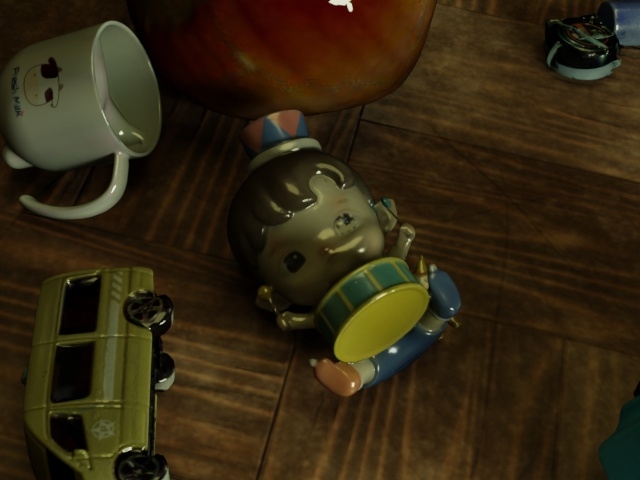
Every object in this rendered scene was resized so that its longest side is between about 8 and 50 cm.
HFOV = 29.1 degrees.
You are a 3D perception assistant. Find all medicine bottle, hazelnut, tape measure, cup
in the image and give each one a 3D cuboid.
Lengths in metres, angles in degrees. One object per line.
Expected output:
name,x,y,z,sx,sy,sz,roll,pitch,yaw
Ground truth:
medicine bottle,0.458,-0.271,1.525,0.231,0.059,0.059,-4,48,-13
hazelnut,-0.047,-0.308,1.305,0.359,0.359,0.409,-3,44,-13
tape measure,0.309,-0.231,1.466,0.091,0.054,0.094,-5,41,-12
cup,-0.245,-0.115,1.219,0.142,0.173,0.134,-12,12,19

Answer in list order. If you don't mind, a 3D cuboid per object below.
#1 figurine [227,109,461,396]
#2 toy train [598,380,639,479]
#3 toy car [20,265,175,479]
figurine,0.002,0.004,1.118,0.161,0.158,0.275,-38,59,-6
toy train,0.391,0.181,0.968,0.300,0.188,0.265,-17,73,-23
toy car,-0.181,0.141,1.001,0.124,0.101,0.256,-1,45,-4
